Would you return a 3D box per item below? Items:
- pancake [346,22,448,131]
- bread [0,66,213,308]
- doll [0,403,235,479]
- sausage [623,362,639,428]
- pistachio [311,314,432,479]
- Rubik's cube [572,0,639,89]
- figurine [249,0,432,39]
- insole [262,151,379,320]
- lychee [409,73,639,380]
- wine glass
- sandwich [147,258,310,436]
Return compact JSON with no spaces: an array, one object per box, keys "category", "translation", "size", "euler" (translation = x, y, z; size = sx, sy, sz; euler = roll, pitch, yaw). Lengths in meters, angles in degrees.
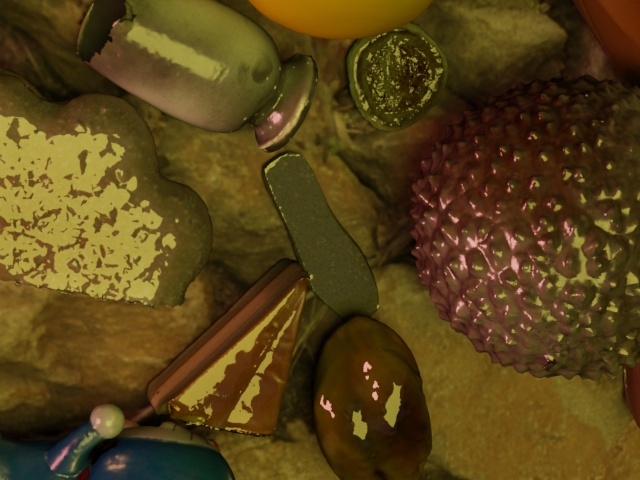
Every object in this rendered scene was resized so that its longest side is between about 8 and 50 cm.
[{"category":"pancake","translation":[0.071,-0.156,1.661],"size":[0.108,0.017,0.108],"euler":[-5,105,-20]},{"category":"bread","translation":[-0.254,-0.052,1.548],"size":[0.337,0.102,0.183],"euler":[12,98,-17]},{"category":"doll","translation":[-0.203,0.240,1.623],"size":[0.256,0.161,0.215],"euler":[12,129,-4]},{"category":"sausage","translation":[0.445,0.124,1.795],"size":[0.252,0.123,0.123],"euler":[-8,107,-14]},{"category":"pistachio","translation":[0.046,0.168,1.696],"size":[0.110,0.100,0.189],"euler":[-15,110,-19]},{"category":"Rubik's cube","translation":[0.399,-0.317,1.539],"size":[0.351,0.347,0.352],"euler":[-35,111,-6]},{"category":"figurine","translation":[0.013,-0.346,1.515],"size":[0.215,0.187,0.344],"euler":[-8,100,-28]},{"category":"insole","translation":[0.000,0.000,1.685],"size":[0.063,0.010,0.192],"euler":[-31,111,-7]},{"category":"lychee","translation":[0.233,-0.010,1.611],"size":[0.300,0.300,0.300],"euler":[-4,106,-16]},{"category":"wine glass","translation":[-0.107,-0.159,1.555],"size":[0.204,0.111,0.111],"euler":[24,96,-24]},{"category":"sandwich","translation":[-0.086,0.091,1.646],"size":[0.113,0.079,0.163],"euler":[11,101,-19]}]
